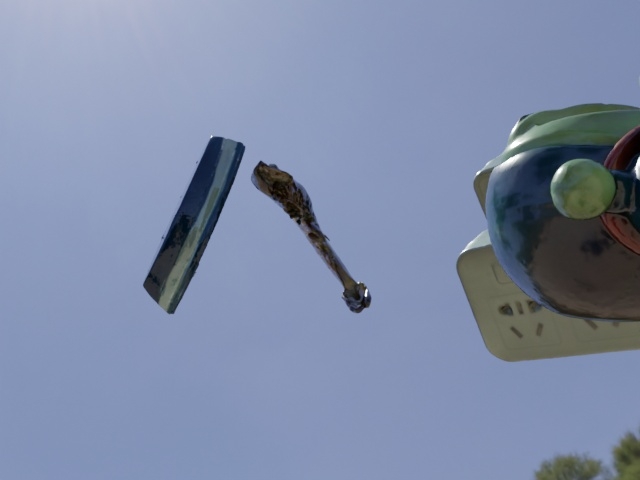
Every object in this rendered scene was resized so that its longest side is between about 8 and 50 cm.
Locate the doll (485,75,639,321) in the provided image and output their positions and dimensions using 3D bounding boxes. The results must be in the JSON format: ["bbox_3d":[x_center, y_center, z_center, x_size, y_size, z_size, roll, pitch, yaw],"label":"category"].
[{"bbox_3d":[0.241,-0.030,0.562,0.199,0.186,0.322,0,-6,-5],"label":"doll"}]

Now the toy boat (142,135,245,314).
[{"bbox_3d":[-0.187,-0.028,1.074,0.062,0.299,0.096,26,-34,-15],"label":"toy boat"}]

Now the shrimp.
[{"bbox_3d":[-0.003,0.002,0.690,0.035,0.148,0.195,-33,-22,3],"label":"shrimp"}]

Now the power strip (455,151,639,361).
[{"bbox_3d":[0.292,0.005,0.915,0.229,0.141,0.261,-15,-77,37],"label":"power strip"}]
